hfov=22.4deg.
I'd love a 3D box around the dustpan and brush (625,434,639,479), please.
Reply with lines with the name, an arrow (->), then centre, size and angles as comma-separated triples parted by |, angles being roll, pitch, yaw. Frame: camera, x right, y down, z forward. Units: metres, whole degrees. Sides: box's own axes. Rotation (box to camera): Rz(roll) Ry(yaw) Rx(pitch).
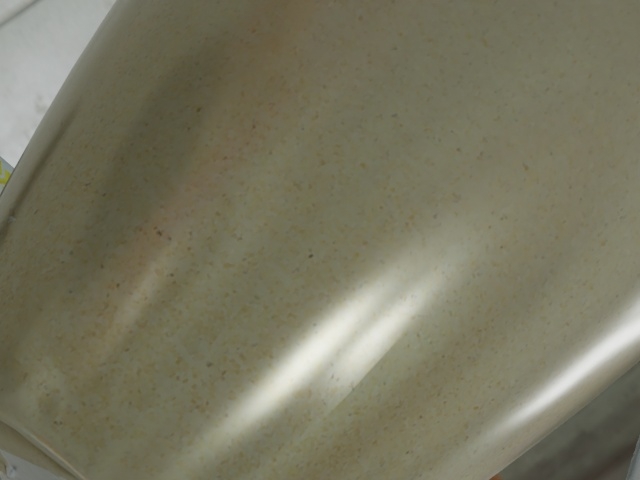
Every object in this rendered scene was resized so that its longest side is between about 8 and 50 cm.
dustpan and brush -> 0.263, 0.130, 0.877 | 0.060, 0.147, 0.211 | 45, 135, -17

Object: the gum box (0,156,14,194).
gum box -> -0.275, -0.023, 1.142 | 0.107, 0.188, 0.062 | -52, -173, -31

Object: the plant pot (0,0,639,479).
plant pot -> 0.000, 0.000, 0.564 | 0.274, 0.256, 0.256 | -48, 143, -28
